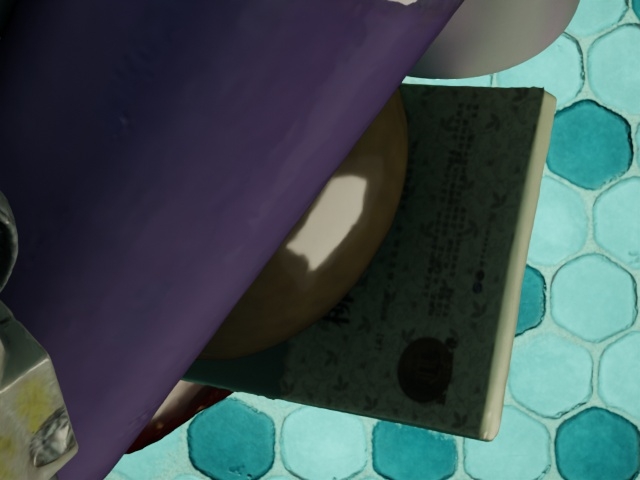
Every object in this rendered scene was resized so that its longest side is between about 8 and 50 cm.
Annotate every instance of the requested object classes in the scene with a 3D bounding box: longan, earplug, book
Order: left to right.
[{"bbox_3d":[-0.121,-0.024,1.035,0.456,0.215,0.215,-56,-179,25],"label":"earplug"},{"bbox_3d":[-0.068,-0.044,1.322,0.300,0.243,0.300,-26,-161,10],"label":"longan"},{"bbox_3d":[0.000,0.000,1.428,0.031,0.379,0.264,17,81,-51],"label":"book"}]

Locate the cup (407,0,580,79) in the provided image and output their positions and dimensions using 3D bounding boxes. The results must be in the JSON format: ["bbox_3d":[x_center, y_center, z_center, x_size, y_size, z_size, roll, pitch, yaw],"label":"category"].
[{"bbox_3d":[0.098,-0.318,1.319,0.371,0.253,0.253,99,17,-52],"label":"cup"}]

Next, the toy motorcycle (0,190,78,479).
[{"bbox_3d":[-0.222,0.115,0.877,0.223,0.108,0.340,-37,153,-22],"label":"toy motorcycle"}]

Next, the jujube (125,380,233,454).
[{"bbox_3d":[-0.150,0.061,1.681,0.318,0.223,0.223,-49,171,-45],"label":"jujube"}]
